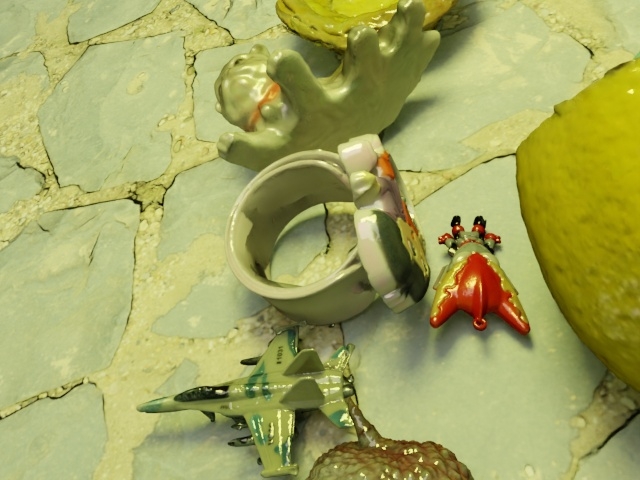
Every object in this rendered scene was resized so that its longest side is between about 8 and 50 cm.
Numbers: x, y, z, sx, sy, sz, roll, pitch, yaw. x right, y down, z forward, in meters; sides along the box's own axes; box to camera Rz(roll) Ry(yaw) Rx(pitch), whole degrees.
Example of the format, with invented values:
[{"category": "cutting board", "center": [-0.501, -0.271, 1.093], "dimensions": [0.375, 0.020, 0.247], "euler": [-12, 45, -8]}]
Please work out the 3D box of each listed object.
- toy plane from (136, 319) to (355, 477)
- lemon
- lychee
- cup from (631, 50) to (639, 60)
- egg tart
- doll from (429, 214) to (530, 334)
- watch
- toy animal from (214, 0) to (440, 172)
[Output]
[{"category": "toy plane", "center": [-0.085, 0.181, 0.730], "dimensions": [0.262, 0.088, 0.192], "euler": [-16, 44, 21]}, {"category": "lemon", "center": [0.366, -0.003, 0.545], "dimensions": [0.365, 0.364, 0.364], "euler": [-10, 51, 13]}, {"category": "lychee", "center": [0.061, 0.238, 0.571], "dimensions": [0.165, 0.165, 0.197], "euler": [-10, 84, 13]}, {"category": "cup", "center": [0.468, -0.137, 0.732], "dimensions": [0.236, 0.148, 0.134], "euler": [32, 102, 36]}, {"category": "egg tart", "center": [0.096, -0.410, 1.080], "dimensions": [0.346, 0.132, 0.345], "euler": [-11, 50, 13]}, {"category": "doll", "center": [0.180, 0.039, 0.756], "dimensions": [0.109, 0.057, 0.169], "euler": [4, 40, 2]}, {"category": "watch", "center": [0.000, 0.000, 0.771], "dimensions": [0.232, 0.196, 0.244], "euler": [-18, 56, 13]}, {"category": "toy animal", "center": [-0.001, -0.238, 0.924], "dimensions": [0.307, 0.266, 0.188], "euler": [-61, 38, 12]}]
